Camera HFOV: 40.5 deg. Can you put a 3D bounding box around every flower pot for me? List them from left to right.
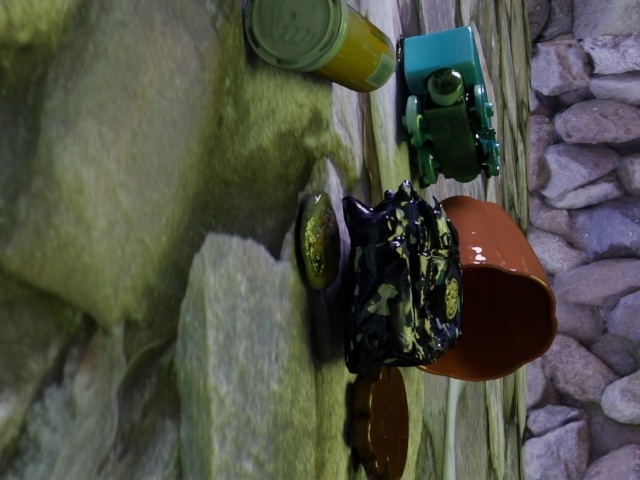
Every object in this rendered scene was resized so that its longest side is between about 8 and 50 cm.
[{"bbox_3d":[0.177,0.047,1.041,0.173,0.190,0.191,-88,165,-53],"label":"flower pot"}]

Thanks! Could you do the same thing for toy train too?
[{"bbox_3d":[0.167,-0.169,1.115,0.203,0.112,0.163,62,26,-57],"label":"toy train"}]

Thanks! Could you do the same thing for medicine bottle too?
[{"bbox_3d":[0.010,-0.161,0.706,0.218,0.073,0.074,-10,98,-73],"label":"medicine bottle"}]

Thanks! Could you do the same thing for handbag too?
[{"bbox_3d":[0.076,0.037,0.809,0.260,0.113,0.162,27,58,-75],"label":"handbag"}]

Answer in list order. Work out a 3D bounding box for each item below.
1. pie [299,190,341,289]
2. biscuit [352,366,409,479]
[{"bbox_3d":[0.000,0.000,0.733,0.085,0.017,0.085,-3,90,-72],"label":"pie"},{"bbox_3d":[0.061,0.184,0.883,0.175,0.026,0.124,46,44,-64],"label":"biscuit"}]
